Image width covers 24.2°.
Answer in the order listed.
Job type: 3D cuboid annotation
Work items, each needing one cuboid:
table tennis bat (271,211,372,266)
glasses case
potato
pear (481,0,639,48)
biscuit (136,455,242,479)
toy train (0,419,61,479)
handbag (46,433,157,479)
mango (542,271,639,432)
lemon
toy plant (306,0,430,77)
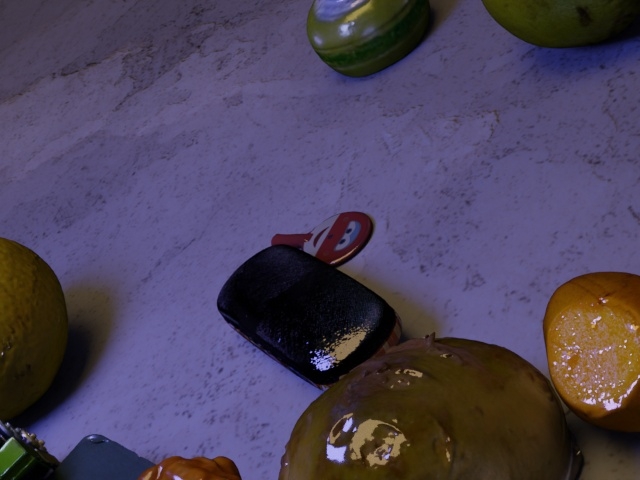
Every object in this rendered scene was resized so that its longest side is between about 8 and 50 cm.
[{"bbox_3d":[0.000,0.000,1.891,0.155,0.019,0.098,-2,45,40],"label":"table tennis bat"},{"bbox_3d":[-0.019,0.085,1.724,0.122,0.082,0.321,-42,29,-12],"label":"glasses case"},{"bbox_3d":[0.090,0.181,1.376,0.247,0.196,0.299,-9,38,36],"label":"potato"},{"bbox_3d":[0.308,-0.344,1.860,0.212,0.212,0.269,-43,25,-11],"label":"pear"},{"bbox_3d":[-0.097,0.362,1.299,0.312,0.111,0.318,16,84,54],"label":"biscuit"},{"bbox_3d":[-0.349,0.259,1.745,0.081,0.202,0.060,43,82,14],"label":"toy train"},{"bbox_3d":[-0.261,0.349,1.616,0.260,0.079,0.247,-47,31,-16],"label":"handbag"},{"bbox_3d":[0.277,0.099,1.387,0.141,0.102,0.217,-50,29,8],"label":"mango"},{"bbox_3d":[-0.457,0.120,1.975,0.267,0.267,0.267,-26,32,18],"label":"lemon"},{"bbox_3d":[0.013,-0.398,2.131,0.224,0.316,0.184,-48,32,-21],"label":"toy plant"}]
